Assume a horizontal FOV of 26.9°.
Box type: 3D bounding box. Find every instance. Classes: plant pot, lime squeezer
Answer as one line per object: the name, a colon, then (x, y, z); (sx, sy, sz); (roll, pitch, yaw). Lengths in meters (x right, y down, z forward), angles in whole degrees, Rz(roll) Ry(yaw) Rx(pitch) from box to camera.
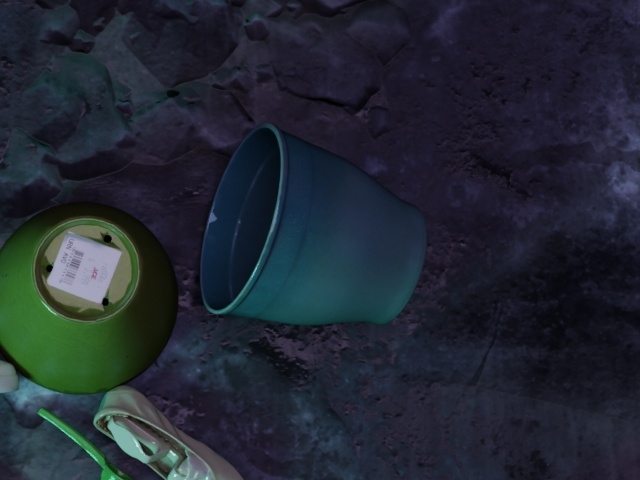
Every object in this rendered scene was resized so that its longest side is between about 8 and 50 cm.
plant pot: (-0.315, 0.061, 1.781); (0.274, 0.293, 0.275); (2, 81, -10)
lime squeezer: (-0.292, 0.363, 1.868); (0.109, 0.059, 0.310); (-21, 86, 17)
plant pot: (0.000, 0.000, 1.879); (0.255, 0.271, 0.272); (16, 78, -22)

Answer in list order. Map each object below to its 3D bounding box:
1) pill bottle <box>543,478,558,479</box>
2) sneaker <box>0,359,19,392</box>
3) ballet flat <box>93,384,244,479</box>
pill bottle: (0.256, 0.470, 1.889); (0.278, 0.162, 0.162); (-28, 87, -14)
sneaker: (-0.552, 0.123, 1.822); (0.292, 0.108, 0.169); (6, 83, -8)
ballet flat: (-0.213, 0.303, 1.865); (0.248, 0.086, 0.086); (38, 76, 2)
